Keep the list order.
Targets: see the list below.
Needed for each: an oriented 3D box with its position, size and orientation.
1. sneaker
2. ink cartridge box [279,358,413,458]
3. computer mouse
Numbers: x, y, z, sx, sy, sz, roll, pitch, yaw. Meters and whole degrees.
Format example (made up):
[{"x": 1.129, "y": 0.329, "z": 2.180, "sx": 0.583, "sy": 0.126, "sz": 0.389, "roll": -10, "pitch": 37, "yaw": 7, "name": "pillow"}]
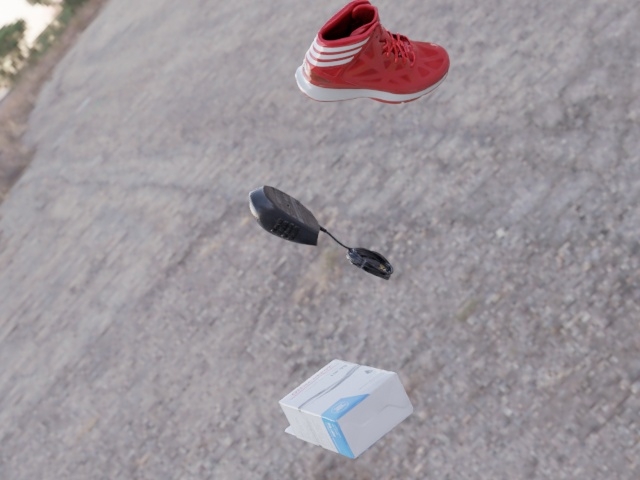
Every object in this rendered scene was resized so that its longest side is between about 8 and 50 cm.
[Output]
[{"x": 0.086, "y": -0.242, "z": 1.321, "sx": 0.221, "sy": 0.087, "sz": 0.128, "roll": -15, "pitch": -25, "yaw": -26, "name": "sneaker"}, {"x": 0.021, "y": 0.209, "z": 1.327, "sx": 0.104, "sy": 0.060, "sz": 0.180, "roll": -35, "pitch": 18, "yaw": -26, "name": "ink cartridge box"}, {"x": 0.000, "y": 0.000, "z": 1.351, "sx": 0.041, "sy": 0.242, "sz": 0.071, "roll": -49, "pitch": 30, "yaw": 18, "name": "computer mouse"}]
